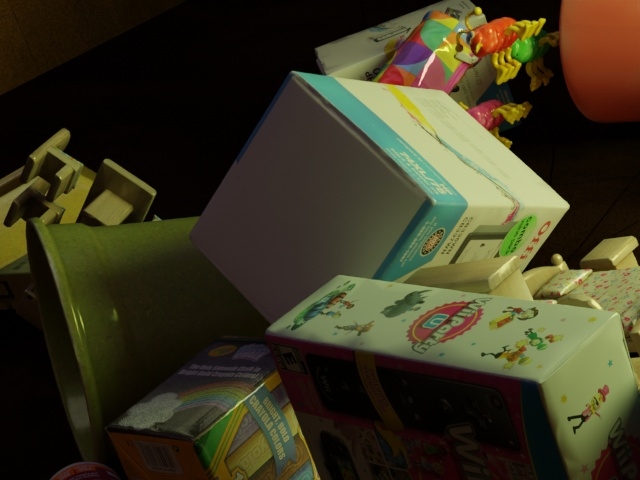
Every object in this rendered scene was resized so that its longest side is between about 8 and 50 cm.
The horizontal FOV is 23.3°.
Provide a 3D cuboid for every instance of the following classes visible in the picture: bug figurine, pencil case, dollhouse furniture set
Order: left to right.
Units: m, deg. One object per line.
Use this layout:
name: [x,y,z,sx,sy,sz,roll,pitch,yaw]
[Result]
dollhouse furniture set: [-0.264,-0.004,1.922,0.242,0.212,0.161,-59,-5,38]
pencil case: [0.114,-0.189,1.981,0.236,0.104,0.104,-52,30,-14]
bug figurine: [0.204,-0.184,1.938,0.072,0.279,0.216,42,35,21]
dollhouse furniture set: [0.255,0.025,1.392,0.303,0.174,0.355,-9,23,49]

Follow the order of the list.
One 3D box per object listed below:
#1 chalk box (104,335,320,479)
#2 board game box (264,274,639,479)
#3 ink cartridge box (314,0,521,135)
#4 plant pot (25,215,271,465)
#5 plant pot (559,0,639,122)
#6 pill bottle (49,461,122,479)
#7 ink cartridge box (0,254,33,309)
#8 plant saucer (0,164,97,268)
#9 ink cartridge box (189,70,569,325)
chalk box: [-0.066,0.175,1.446,0.132,0.132,0.213,-1,28,45]
board game box: [0.114,0.156,1.185,0.097,0.224,0.303,-35,24,-33]
ink cartridge box: [0.131,-0.213,2.160,0.232,0.171,0.168,-21,20,2]
plant pot: [-0.150,0.083,1.622,0.253,0.276,0.276,-14,18,-16]
plant pot: [0.463,-0.268,1.900,0.243,0.275,0.275,10,35,37]
pill bottle: [-0.201,0.266,1.408,0.086,0.086,0.152,-26,21,-13]
ink cartridge box: [-0.420,0.047,2.192,0.180,0.060,0.104,-3,27,41]
plant saucer: [-0.458,-0.024,2.169,0.332,0.081,0.333,-30,13,-7]
ink cartridge box: [0.061,-0.020,1.482,0.197,0.198,0.270,44,24,26]
